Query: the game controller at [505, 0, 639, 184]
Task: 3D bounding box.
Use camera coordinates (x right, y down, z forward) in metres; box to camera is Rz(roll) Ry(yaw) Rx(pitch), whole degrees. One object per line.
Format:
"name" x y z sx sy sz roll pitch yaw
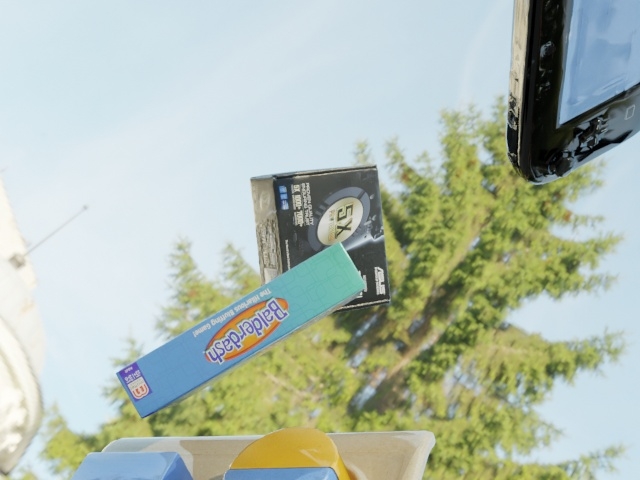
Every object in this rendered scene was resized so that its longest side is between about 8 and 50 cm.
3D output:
"game controller" 0.221 -0.180 0.697 0.319 0.167 0.067 80 -15 -50

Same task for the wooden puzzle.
"wooden puzzle" -0.107 0.239 0.668 0.322 0.348 0.080 -8 -65 26

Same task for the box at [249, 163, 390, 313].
"box" 0.000 0.000 1.147 0.078 0.148 0.180 3 -81 63

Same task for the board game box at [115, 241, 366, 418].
"board game box" -0.063 0.080 0.805 0.047 0.210 0.160 59 -2 6
